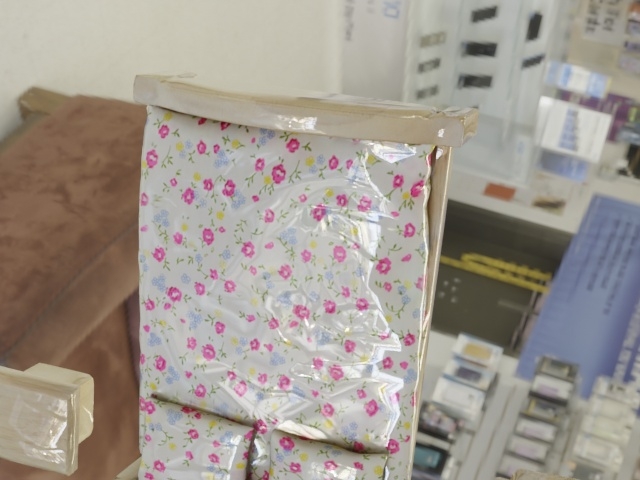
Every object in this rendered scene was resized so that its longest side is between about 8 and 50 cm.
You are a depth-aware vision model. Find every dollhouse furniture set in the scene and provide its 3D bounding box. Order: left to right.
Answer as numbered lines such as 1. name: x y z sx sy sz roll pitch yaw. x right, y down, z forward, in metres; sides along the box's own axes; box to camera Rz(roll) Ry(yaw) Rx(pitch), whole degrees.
1. dollhouse furniture set: 0.000 0.000 0.331 0.174 0.355 0.303 -37 133 -68
